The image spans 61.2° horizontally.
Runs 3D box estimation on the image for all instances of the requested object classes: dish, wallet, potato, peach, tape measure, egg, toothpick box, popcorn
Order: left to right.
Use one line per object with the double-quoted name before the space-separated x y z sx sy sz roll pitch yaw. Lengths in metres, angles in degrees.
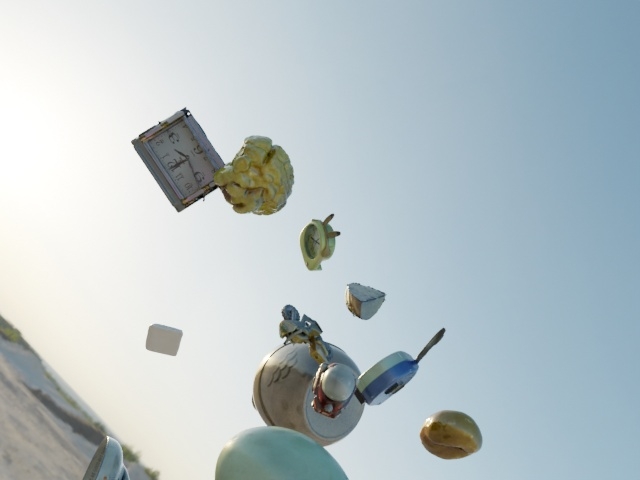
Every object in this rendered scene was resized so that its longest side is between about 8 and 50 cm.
"dish" -0.674 0.778 1.714 0.134 0.273 0.273 28 -22 -19
"wallet" -0.568 0.359 1.962 0.124 0.031 0.182 16 -45 -10
"popcorn" -0.167 -0.153 1.420 0.200 0.203 0.226 34 -41 -11
"egg" -0.076 0.601 1.265 0.389 0.276 0.276 42 -27 -9
"toothpick box" -0.057 0.593 2.142 0.425 0.409 0.408 1 -51 56
"potato" 0.100 0.176 1.475 0.101 0.172 0.089 25 -75 23
"tape measure" 0.268 0.408 1.756 0.098 0.351 0.215 51 10 26
"peach" 0.534 0.798 2.210 0.251 0.153 0.251 12 -47 13

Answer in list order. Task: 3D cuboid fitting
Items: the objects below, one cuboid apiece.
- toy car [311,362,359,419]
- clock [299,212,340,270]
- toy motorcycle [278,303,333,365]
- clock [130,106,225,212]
"toy car" 0.039 0.368 1.356 0.112 0.139 0.112 23 -31 -2
"clock" 0.000 0.000 2.031 0.232 0.069 0.170 -51 -133 49
"toy motorcycle" -0.053 0.308 1.707 0.094 0.130 0.229 -40 -85 25
"clock" -0.385 -0.223 1.525 0.253 0.187 0.083 58 -1 -6
